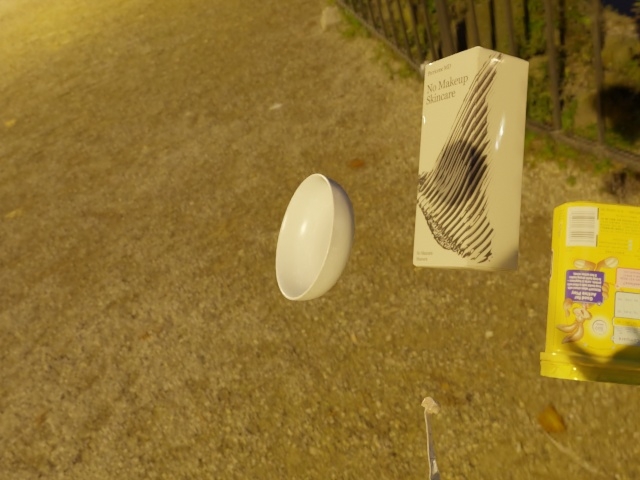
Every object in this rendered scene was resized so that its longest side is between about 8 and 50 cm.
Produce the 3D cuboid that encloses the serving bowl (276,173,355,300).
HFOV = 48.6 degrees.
[{"bbox_3d":[0.000,0.000,0.460,0.027,0.083,0.083,13,24,-25],"label":"serving bowl"}]

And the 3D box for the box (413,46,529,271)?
[{"bbox_3d":[0.194,-0.098,0.919,0.094,0.275,0.113,6,-5,-31],"label":"box"}]

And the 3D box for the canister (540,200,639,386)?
[{"bbox_3d":[0.284,0.053,0.688,0.126,0.169,0.073,6,-8,-1],"label":"canister"}]

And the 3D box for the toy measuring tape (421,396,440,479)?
[{"bbox_3d":[0.233,0.419,1.163,0.121,0.121,0.330,-9,62,16],"label":"toy measuring tape"}]
